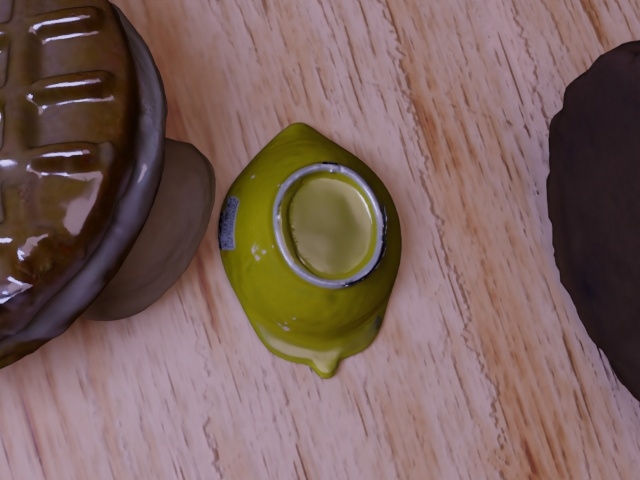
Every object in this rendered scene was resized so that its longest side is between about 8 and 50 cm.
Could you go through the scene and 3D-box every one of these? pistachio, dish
[{"bbox_3d":[-0.139,-0.014,0.770,0.149,0.113,0.113,-43,92,-21],"label":"pistachio"},{"bbox_3d":[0.000,0.000,0.815,0.148,0.080,0.208,-7,80,-14],"label":"dish"}]

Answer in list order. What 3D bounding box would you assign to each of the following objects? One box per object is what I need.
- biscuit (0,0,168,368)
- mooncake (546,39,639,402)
[{"bbox_3d":[-0.261,-0.061,0.697,0.331,0.103,0.332,-4,67,9],"label":"biscuit"},{"bbox_3d":[0.320,-0.011,0.770,0.187,0.324,0.324,-21,85,-21],"label":"mooncake"}]
